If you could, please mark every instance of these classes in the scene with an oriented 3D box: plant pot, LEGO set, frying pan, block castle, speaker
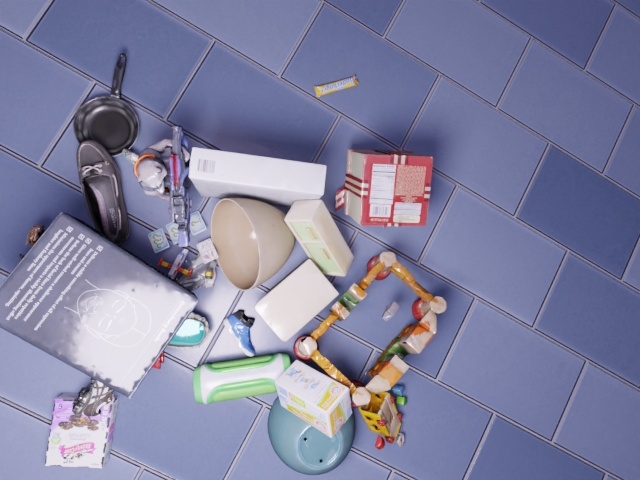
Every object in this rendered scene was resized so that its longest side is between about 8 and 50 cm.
[{"bbox_3d":[-0.017,0.603,1.364,0.290,0.195,0.290,1,86,-9],"label":"plant pot"},{"bbox_3d":[-0.191,-0.006,1.364,0.191,0.284,0.284,-17,89,-39],"label":"plant pot"},{"bbox_3d":[-0.430,0.033,1.370,0.182,0.060,0.244,-26,68,-9],"label":"LEGO set"},{"bbox_3d":[-0.695,-0.426,1.399,0.197,0.053,0.326,-10,88,-10],"label":"frying pan"},{"bbox_3d":[0.161,0.284,1.412,0.303,0.213,0.453,42,75,8],"label":"block castle"},{"bbox_3d":[-0.241,0.434,1.375,0.297,0.131,0.131,-6,87,-9],"label":"speaker"}]

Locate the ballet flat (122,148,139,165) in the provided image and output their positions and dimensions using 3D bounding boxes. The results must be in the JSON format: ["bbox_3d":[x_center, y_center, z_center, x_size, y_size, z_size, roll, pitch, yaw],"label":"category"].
[{"bbox_3d":[-0.586,-0.250,1.398,0.041,0.041,0.114,-32,115,-9],"label":"ballet flat"}]

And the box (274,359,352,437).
[{"bbox_3d":[-0.020,0.459,1.273,0.103,0.203,0.114,-37,130,-38],"label":"box"}]

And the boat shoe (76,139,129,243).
[{"bbox_3d":[-0.672,-0.150,1.343,0.112,0.095,0.335,-15,97,-8],"label":"boat shoe"}]

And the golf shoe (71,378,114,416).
[{"bbox_3d":[-0.635,0.427,1.279,0.094,0.077,0.198,35,91,-25],"label":"golf shoe"}]

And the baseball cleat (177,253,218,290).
[{"bbox_3d":[-0.408,0.143,1.397,0.109,0.072,0.206,35,83,-5],"label":"baseball cleat"}]

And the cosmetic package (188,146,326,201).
[{"bbox_3d":[-0.191,-0.180,1.345,0.377,0.284,0.097,7,82,-9],"label":"cosmetic package"}]

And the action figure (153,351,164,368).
[{"bbox_3d":[-0.634,0.325,1.342,0.280,0.091,0.139,0,93,-10],"label":"action figure"}]

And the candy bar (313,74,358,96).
[{"bbox_3d":[0.055,-0.547,1.543,0.162,0.018,0.040,-19,89,-9],"label":"candy bar"}]

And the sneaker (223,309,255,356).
[{"bbox_3d":[-0.240,0.298,1.419,0.085,0.058,0.152,-36,85,-1],"label":"sneaker"}]

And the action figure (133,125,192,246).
[{"bbox_3d":[-0.462,-0.147,1.277,0.179,0.330,0.341,-2,87,-8],"label":"action figure"}]

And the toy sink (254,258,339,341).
[{"bbox_3d":[-0.085,0.193,1.415,0.234,0.131,0.153,-41,93,-14],"label":"toy sink"}]

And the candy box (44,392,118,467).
[{"bbox_3d":[-0.720,0.574,1.320,0.165,0.070,0.196,7,85,-8],"label":"candy box"}]

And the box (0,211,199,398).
[{"bbox_3d":[-0.570,0.163,1.140,0.395,0.212,0.293,37,77,-13],"label":"box"}]

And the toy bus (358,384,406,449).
[{"bbox_3d":[0.198,0.586,1.443,0.104,0.191,0.202,1,84,35],"label":"toy bus"}]

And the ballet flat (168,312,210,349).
[{"bbox_3d":[-0.546,0.257,1.325,0.409,0.147,0.147,15,84,-17],"label":"ballet flat"}]

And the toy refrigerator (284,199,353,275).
[{"bbox_3d":[0.000,0.000,1.372,0.269,0.102,0.094,59,45,-39],"label":"toy refrigerator"}]

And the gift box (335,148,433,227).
[{"bbox_3d":[0.196,-0.161,1.425,0.255,0.258,0.276,5,105,-10],"label":"gift box"}]

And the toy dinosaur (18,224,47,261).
[{"bbox_3d":[-0.774,0.110,1.313,0.218,0.164,0.322,-3,130,-9],"label":"toy dinosaur"}]
